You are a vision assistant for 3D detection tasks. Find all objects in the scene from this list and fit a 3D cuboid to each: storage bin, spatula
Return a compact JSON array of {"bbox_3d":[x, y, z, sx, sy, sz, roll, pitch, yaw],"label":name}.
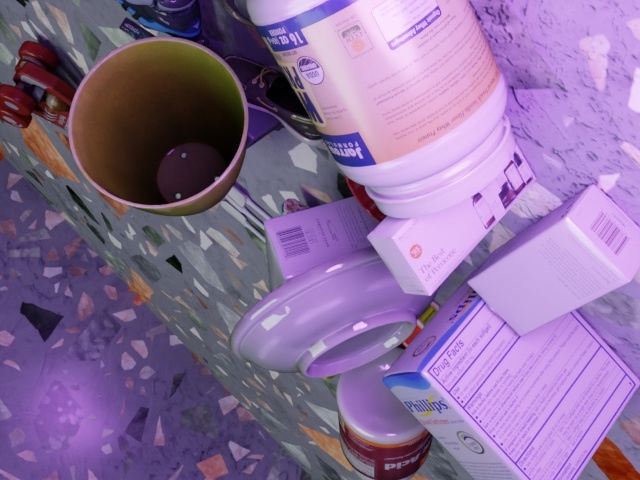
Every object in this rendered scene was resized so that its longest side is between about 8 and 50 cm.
[{"bbox_3d":[-0.134,-0.233,1.417,0.135,0.091,0.098,49,156,-5],"label":"storage bin"},{"bbox_3d":[-0.147,-0.041,1.838,0.242,0.019,0.168,41,155,11],"label":"spatula"}]

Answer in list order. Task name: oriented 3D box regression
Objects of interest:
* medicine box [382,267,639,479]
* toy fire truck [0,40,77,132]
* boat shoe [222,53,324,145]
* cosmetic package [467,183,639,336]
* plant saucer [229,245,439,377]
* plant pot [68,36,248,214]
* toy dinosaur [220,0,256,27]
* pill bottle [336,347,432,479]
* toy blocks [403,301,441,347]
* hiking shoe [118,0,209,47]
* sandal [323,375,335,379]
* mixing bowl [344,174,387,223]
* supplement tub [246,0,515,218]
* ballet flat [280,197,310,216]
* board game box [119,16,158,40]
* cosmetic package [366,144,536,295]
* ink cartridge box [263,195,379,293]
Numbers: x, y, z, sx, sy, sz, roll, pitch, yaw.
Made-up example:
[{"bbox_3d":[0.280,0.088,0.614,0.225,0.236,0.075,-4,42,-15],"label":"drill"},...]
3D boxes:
[{"bbox_3d":[0.295,0.218,1.224,0.289,0.263,0.149,47,156,-3],"label":"medicine box"},{"bbox_3d":[-0.702,-0.369,2.083,0.254,0.169,0.302,27,163,-19],"label":"toy fire truck"},{"bbox_3d":[-0.074,-0.249,1.315,0.228,0.081,0.068,34,152,8],"label":"boat shoe"},{"bbox_3d":[0.317,0.033,1.072,0.117,0.085,0.231,46,148,0],"label":"cosmetic package"},{"bbox_3d":[0.049,0.142,1.341,0.400,0.400,0.100,102,146,-63],"label":"plant saucer"},{"bbox_3d":[-0.240,-0.152,1.335,0.275,0.275,0.293,41,172,9],"label":"plant pot"},{"bbox_3d":[-0.180,-0.440,1.168,0.313,0.121,0.160,42,169,-4],"label":"toy dinosaur"},{"bbox_3d":[0.154,0.430,1.853,0.224,0.224,0.392,34,155,24],"label":"pill bottle"},{"bbox_3d":[0.191,0.204,1.518,0.123,0.148,0.054,53,155,-18],"label":"toy blocks"},{"bbox_3d":[-0.330,-0.434,1.385,0.304,0.113,0.132,35,156,26],"label":"hiking shoe"},{"bbox_3d":[-0.031,0.220,1.952,0.138,0.126,0.317,33,152,36],"label":"sandal"},{"bbox_3d":[0.133,-0.098,1.187,0.181,0.098,0.181,36,156,19],"label":"mixing bowl"},{"bbox_3d":[0.081,-0.206,0.935,0.228,0.228,0.316,9,137,54],"label":"supplement tub"},{"bbox_3d":[0.000,0.000,1.613,0.077,0.091,0.241,-8,135,23],"label":"ballet flat"},{"bbox_3d":[-0.267,-0.334,1.442,0.126,0.026,0.186,35,-175,23],"label":"board game box"},{"bbox_3d":[0.175,-0.044,1.028,0.099,0.239,0.060,53,156,-19],"label":"cosmetic package"},{"bbox_3d":[0.046,0.062,1.485,0.309,0.272,0.130,92,160,-57],"label":"ink cartridge box"}]
